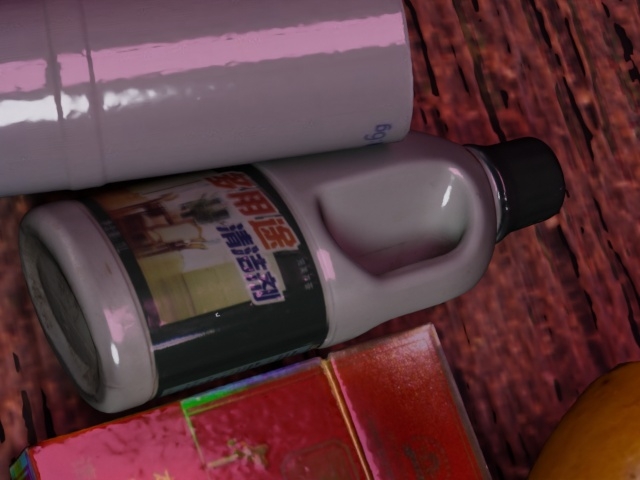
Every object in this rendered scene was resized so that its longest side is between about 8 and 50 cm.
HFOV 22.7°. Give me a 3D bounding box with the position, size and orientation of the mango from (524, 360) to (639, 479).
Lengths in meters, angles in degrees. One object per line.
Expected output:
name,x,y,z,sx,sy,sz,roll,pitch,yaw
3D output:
mango,0.143,0.183,0.602,0.187,0.138,0.257,20,80,-35

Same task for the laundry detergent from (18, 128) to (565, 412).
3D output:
laundry detergent,0.000,0.000,0.644,0.226,0.070,0.099,-15,34,-25

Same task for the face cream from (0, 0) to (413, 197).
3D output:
face cream,-0.094,-0.058,0.603,0.250,0.077,0.077,-9,75,-10

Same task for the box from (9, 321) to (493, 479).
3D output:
box,-0.018,0.109,0.617,0.175,0.048,0.112,-16,78,-24
